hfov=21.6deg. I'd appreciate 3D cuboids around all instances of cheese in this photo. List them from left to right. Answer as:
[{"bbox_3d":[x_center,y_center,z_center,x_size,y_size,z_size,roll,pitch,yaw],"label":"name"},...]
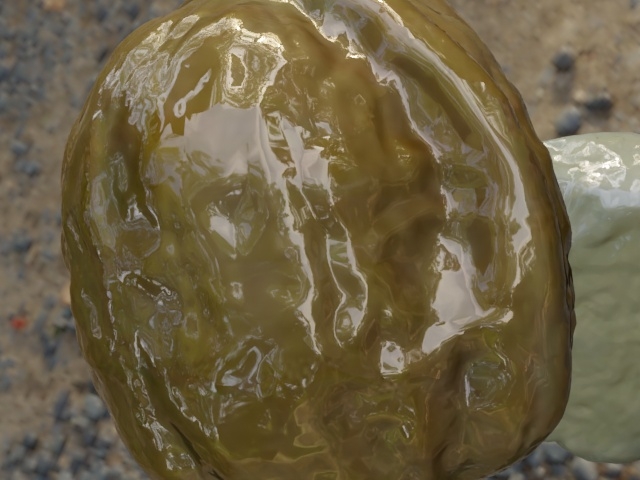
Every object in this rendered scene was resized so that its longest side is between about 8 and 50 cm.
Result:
[{"bbox_3d":[0.254,0.057,1.510,0.318,0.326,0.115,-12,37,8],"label":"cheese"}]

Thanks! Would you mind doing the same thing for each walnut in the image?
[{"bbox_3d":[0.000,0.000,0.734,0.257,0.224,0.257,21,120,40],"label":"walnut"}]
